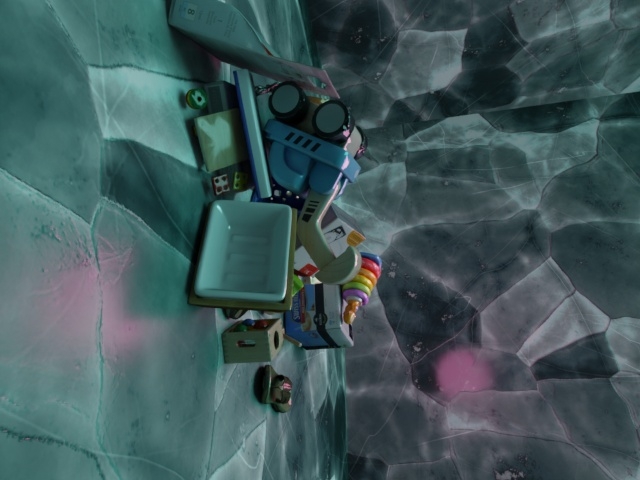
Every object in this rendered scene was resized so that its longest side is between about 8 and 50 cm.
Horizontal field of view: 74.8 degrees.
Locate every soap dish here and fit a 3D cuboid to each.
[{"bbox_3d":[-0.179,0.041,1.033,0.118,0.229,0.290,100,-7,-56],"label":"soap dish"}]

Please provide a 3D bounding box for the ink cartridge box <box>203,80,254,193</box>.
[{"bbox_3d":[-0.242,-0.302,1.249,0.261,0.066,0.296,-55,139,-74],"label":"ink cartridge box"}]

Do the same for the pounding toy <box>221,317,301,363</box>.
[{"bbox_3d":[-0.146,0.258,1.166,0.206,0.181,0.094,-28,112,-79],"label":"pounding toy"}]

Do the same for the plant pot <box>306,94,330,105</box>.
[{"bbox_3d":[-0.072,-0.526,1.945,0.237,0.237,0.254,-43,143,-77],"label":"plant pot"}]

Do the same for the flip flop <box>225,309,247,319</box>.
[{"bbox_3d":[-0.198,0.111,1.205,0.277,0.080,0.112,-54,158,-42],"label":"flip flop"}]

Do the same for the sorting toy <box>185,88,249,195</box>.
[{"bbox_3d":[-0.256,-0.248,1.066,0.132,0.046,0.274,-32,123,-41],"label":"sorting toy"}]

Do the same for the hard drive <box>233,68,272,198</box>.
[{"bbox_3d":[-0.182,-0.293,1.158,0.210,0.040,0.318,-108,-171,-72],"label":"hard drive"}]

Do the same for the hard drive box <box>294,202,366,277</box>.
[{"bbox_3d":[0.000,0.000,1.351,0.181,0.232,0.089,31,27,-49],"label":"hard drive box"}]

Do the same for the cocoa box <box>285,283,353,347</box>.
[{"bbox_3d":[0.000,0.320,1.793,0.347,0.228,0.231,64,21,-62],"label":"cocoa box"}]

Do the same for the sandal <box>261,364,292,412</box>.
[{"bbox_3d":[-0.131,0.494,1.396,0.302,0.086,0.120,69,19,-56],"label":"sandal"}]

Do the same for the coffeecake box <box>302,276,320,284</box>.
[{"bbox_3d":[-0.079,0.098,1.601,0.068,0.186,0.142,0,84,-43],"label":"coffeecake box"}]

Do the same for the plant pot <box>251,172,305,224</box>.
[{"bbox_3d":[-0.103,-0.094,1.480,0.212,0.236,0.235,84,7,-46],"label":"plant pot"}]

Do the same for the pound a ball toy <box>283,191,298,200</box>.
[{"bbox_3d":[-0.115,-0.341,1.762,0.208,0.136,0.319,-78,159,-59],"label":"pound a ball toy"}]

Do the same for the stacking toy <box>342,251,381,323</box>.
[{"bbox_3d":[0.142,0.200,1.675,0.175,0.166,0.301,85,18,-51],"label":"stacking toy"}]

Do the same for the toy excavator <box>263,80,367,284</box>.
[{"bbox_3d":[-0.012,-0.150,1.184,0.444,0.433,0.222,-63,161,3],"label":"toy excavator"}]

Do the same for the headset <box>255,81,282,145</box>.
[{"bbox_3d":[-0.124,-0.384,1.552,0.243,0.185,0.393,2,-71,63],"label":"headset"}]

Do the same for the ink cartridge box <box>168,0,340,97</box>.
[{"bbox_3d":[-0.135,-0.487,1.071,0.308,0.385,0.091,-37,146,-78],"label":"ink cartridge box"}]

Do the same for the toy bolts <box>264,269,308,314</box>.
[{"bbox_3d":[-0.149,0.129,1.447,0.218,0.158,0.228,47,32,6],"label":"toy bolts"}]
